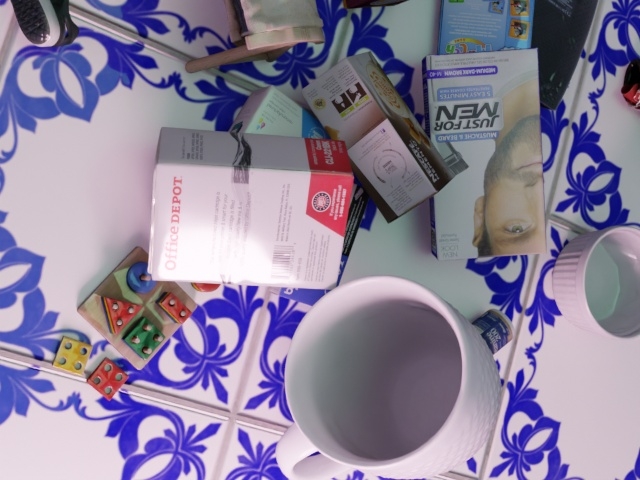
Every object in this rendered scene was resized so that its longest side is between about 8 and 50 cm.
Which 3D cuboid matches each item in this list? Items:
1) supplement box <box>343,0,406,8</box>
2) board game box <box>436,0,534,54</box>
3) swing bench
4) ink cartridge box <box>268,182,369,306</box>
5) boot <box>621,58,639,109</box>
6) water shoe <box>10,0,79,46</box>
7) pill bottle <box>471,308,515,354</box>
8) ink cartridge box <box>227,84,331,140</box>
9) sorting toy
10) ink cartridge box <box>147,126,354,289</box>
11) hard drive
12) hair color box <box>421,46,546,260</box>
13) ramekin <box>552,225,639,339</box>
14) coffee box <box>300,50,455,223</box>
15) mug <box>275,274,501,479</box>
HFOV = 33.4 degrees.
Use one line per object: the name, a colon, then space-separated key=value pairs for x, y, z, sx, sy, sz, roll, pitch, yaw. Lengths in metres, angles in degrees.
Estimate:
supplement box: x=0.121 y=-0.428 z=1.700 sx=0.104 sy=0.188 sz=0.080 roll=-11 pitch=95 yaw=-28
board game box: x=0.285 y=-0.387 z=1.837 sx=0.160 sy=0.039 sz=0.211 roll=5 pitch=86 yaw=0
swing bench: x=-0.105 y=-0.392 z=1.540 sx=0.165 sy=0.255 sz=0.253 roll=-14 pitch=96 yaw=-28
ink cartridge box: x=0.000 y=0.000 z=1.693 sx=0.097 sy=0.046 sz=0.207 roll=19 pitch=90 yaw=-26
boot: x=0.652 y=-0.226 z=2.046 sx=0.176 sy=0.088 sz=0.244 roll=-1 pitch=82 yaw=-28
water shoe: x=-0.401 y=-0.367 z=1.497 sx=0.080 sy=0.073 sz=0.203 roll=-13 pitch=89 yaw=-62
pill bottle: x=0.273 y=0.176 z=1.843 sx=0.120 sy=0.067 sz=0.067 roll=-34 pitch=105 yaw=-24
ink cartridge box: x=-0.095 y=-0.105 z=1.642 sx=0.134 sy=0.078 sz=0.231 roll=35 pitch=74 yaw=-23
sorting toy: x=-0.268 y=0.106 z=1.564 sx=0.132 sy=0.046 sz=0.274 roll=49 pitch=69 yaw=-19
ink cartridge box: x=-0.104 y=-0.044 z=1.527 sx=0.273 sy=0.114 sz=0.197 roll=3 pitch=121 yaw=-9
hard drive: x=0.399 y=-0.379 z=1.925 sx=0.172 sy=0.054 sz=0.254 roll=27 pitch=78 yaw=-25
hair color box: x=0.271 y=-0.143 z=1.775 sx=0.185 sy=0.110 sz=0.338 roll=-4 pitch=97 yaw=1
ramekin: x=0.522 y=0.076 z=1.956 sx=0.207 sy=0.109 sz=0.207 roll=0 pitch=90 yaw=-29
coffee box: x=0.092 y=-0.164 z=1.667 sx=0.246 sy=0.098 sz=0.141 roll=56 pitch=24 yaw=0
mug: x=0.097 y=0.253 z=1.629 sx=0.374 sy=0.276 sz=0.328 roll=-36 pitch=153 yaw=9
